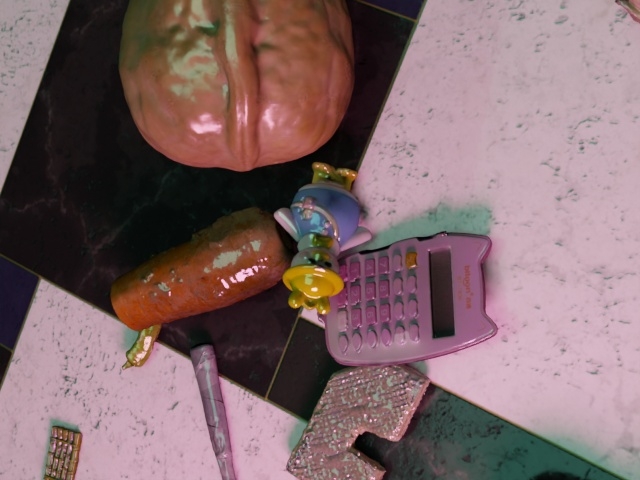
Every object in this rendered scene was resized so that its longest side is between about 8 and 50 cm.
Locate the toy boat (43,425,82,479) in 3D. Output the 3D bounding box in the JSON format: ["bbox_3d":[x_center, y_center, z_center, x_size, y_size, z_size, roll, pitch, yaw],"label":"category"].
[{"bbox_3d":[-0.455,0.387,2.000,0.063,0.016,0.115,10,91,24],"label":"toy boat"}]

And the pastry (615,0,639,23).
[{"bbox_3d":[0.505,-0.407,1.531,0.265,0.133,0.264,-2,86,25],"label":"pastry"}]

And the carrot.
[{"bbox_3d":[-0.185,0.055,1.816,0.302,0.139,0.138,-27,76,18],"label":"carrot"}]

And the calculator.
[{"bbox_3d":[0.128,0.092,1.714,0.294,0.043,0.194,-11,70,26],"label":"calculator"}]

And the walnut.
[{"bbox_3d":[-0.125,-0.286,1.719,0.381,0.381,0.381,-1,87,25],"label":"walnut"}]

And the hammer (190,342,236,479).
[{"bbox_3d":[-0.160,0.378,1.850,0.152,0.044,0.427,-20,79,22],"label":"hammer"}]

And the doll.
[{"bbox_3d":[0.001,0.000,1.737,0.099,0.135,0.241,-17,54,44],"label":"doll"}]

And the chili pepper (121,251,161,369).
[{"bbox_3d":[-0.289,0.126,1.926,0.049,0.043,0.208,13,88,62],"label":"chili pepper"}]

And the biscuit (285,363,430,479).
[{"bbox_3d":[0.057,0.288,1.751,0.147,0.046,0.250,31,100,23],"label":"biscuit"}]
